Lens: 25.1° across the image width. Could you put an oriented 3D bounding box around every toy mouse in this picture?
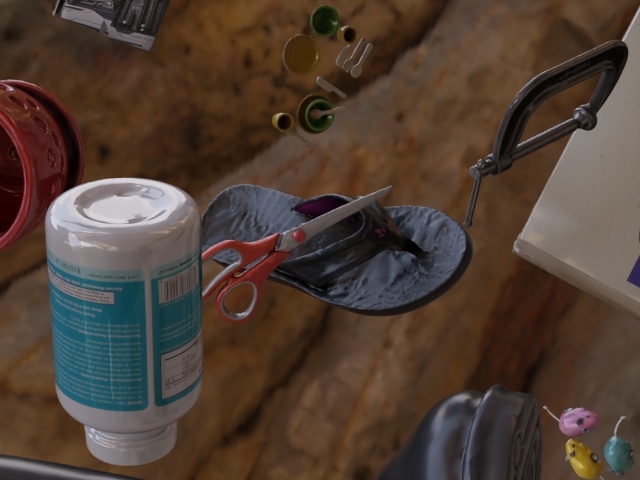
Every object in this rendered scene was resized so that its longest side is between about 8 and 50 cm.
[{"bbox_3d":[0.372,0.276,1.953,0.031,0.161,0.143,-38,-9,-34],"label":"toy mouse"}]

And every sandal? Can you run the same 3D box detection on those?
[{"bbox_3d":[-0.002,0.002,2.031,0.107,0.446,0.167,44,-120,-52],"label":"sandal"}]

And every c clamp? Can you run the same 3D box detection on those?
[{"bbox_3d":[0.178,-0.093,1.138,0.160,0.022,0.137,-29,-32,-26],"label":"c clamp"}]

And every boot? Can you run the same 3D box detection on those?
[{"bbox_3d":[-0.082,0.196,0.996,0.367,0.445,0.146,86,-160,-48],"label":"boot"}]

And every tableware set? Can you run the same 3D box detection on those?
[{"bbox_3d":[-0.004,-0.189,1.667,0.154,0.104,0.024,-59,29,-2],"label":"tableware set"}]

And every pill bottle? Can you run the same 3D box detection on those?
[{"bbox_3d":[-0.187,0.083,1.389,0.146,0.146,0.264,-73,-14,-63],"label":"pill bottle"}]

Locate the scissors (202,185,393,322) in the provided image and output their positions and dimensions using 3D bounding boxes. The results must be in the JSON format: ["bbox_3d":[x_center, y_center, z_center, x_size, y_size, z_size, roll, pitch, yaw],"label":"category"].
[{"bbox_3d":[-0.049,-0.004,1.839,0.297,0.109,0.021,-41,15,16],"label":"scissors"}]

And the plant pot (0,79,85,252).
[{"bbox_3d":[-0.366,-0.088,1.581,0.191,0.191,0.174,-61,-5,20],"label":"plant pot"}]

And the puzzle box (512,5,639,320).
[{"bbox_3d":[0.386,-0.101,1.343,0.409,0.272,0.052,-60,-4,-14],"label":"puzzle box"}]

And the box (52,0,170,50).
[{"bbox_3d":[-0.122,-0.304,1.115,0.307,0.076,0.242,-104,36,-67],"label":"box"}]
